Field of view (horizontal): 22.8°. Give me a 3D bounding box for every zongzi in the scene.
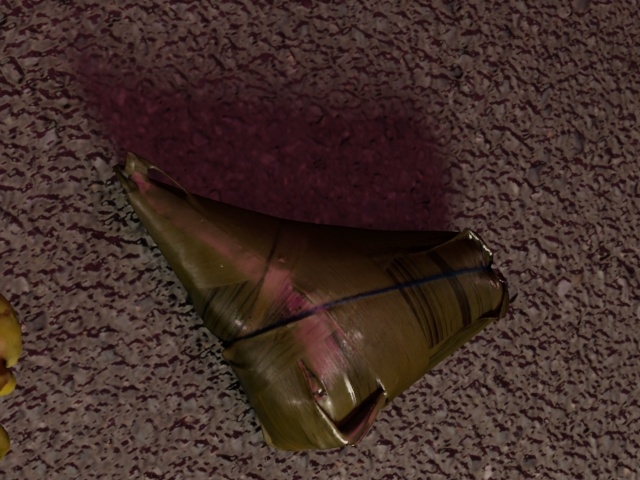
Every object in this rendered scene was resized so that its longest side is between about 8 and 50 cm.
[{"bbox_3d":[0.000,0.000,1.310,0.260,0.123,0.289,-35,98,-31],"label":"zongzi"}]

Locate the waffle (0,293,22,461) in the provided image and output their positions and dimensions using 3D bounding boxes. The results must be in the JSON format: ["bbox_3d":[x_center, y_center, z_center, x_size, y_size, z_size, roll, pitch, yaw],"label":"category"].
[{"bbox_3d":[-0.353,0.088,1.107,0.281,0.058,0.301,49,50,-6],"label":"waffle"}]
